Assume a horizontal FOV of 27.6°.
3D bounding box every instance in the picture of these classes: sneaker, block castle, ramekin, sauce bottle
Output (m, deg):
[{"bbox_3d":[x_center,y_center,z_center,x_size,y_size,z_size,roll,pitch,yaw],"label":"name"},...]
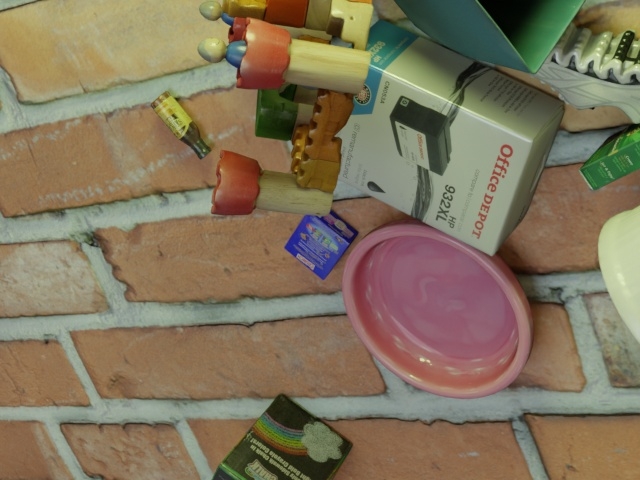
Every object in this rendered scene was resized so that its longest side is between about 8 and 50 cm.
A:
[{"bbox_3d":[0.329,-0.238,1.763,0.292,0.110,0.118,21,139,22],"label":"sneaker"},{"bbox_3d":[-0.065,-0.274,1.750,0.212,0.453,0.303,9,134,-8],"label":"block castle"},{"bbox_3d":[0.513,0.051,1.726,0.277,0.277,0.135,47,128,-4],"label":"ramekin"},{"bbox_3d":[-0.235,-0.195,2.218,0.128,0.042,0.042,49,135,-5],"label":"sauce bottle"}]

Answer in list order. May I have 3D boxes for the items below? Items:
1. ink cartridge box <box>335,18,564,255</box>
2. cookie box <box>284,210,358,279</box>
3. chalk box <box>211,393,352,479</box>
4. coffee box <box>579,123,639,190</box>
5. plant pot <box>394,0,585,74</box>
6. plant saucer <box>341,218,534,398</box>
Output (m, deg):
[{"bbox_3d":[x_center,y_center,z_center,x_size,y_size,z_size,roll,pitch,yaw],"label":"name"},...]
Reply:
[{"bbox_3d":[0.170,-0.151,1.909,0.307,0.129,0.223,27,132,16],"label":"ink cartridge box"},{"bbox_3d":[0.000,0.000,2.196,0.092,0.040,0.107,39,134,4],"label":"cookie box"},{"bbox_3d":[-0.103,0.465,2.425,0.180,0.289,0.179,35,134,9],"label":"chalk box"},{"bbox_3d":[0.445,-0.139,1.743,0.184,0.113,0.040,-29,99,45],"label":"coffee box"},{"bbox_3d":[0.200,-0.341,1.698,0.165,0.165,0.234,43,165,-35],"label":"plant pot"},{"bbox_3d":[0.196,0.101,2.105,0.332,0.084,0.332,19,130,23],"label":"plant saucer"}]
